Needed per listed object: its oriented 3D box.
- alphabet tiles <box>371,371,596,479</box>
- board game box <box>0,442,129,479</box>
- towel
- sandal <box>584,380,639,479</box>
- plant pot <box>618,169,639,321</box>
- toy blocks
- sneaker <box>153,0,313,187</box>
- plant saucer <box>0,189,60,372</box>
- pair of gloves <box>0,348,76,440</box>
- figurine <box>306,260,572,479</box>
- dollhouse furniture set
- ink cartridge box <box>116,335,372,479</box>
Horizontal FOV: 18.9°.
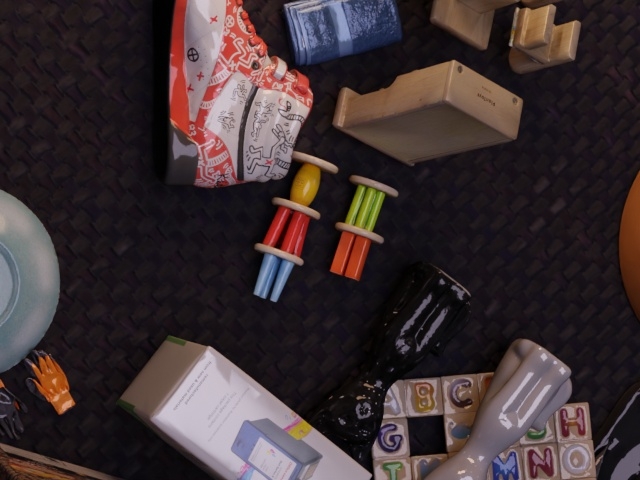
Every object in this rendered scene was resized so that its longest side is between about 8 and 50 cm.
[{"bbox_3d":[0.170,0.235,1.984,0.237,0.009,0.198,-4,83,-12],"label":"alphabet tiles"},{"bbox_3d":[-0.204,0.295,1.747,0.232,0.291,0.141,19,87,-18],"label":"board game box"},{"bbox_3d":[0.023,-0.218,1.934,0.119,0.029,0.067,-16,98,-17],"label":"towel"},{"bbox_3d":[0.305,0.261,2.036,0.097,0.054,0.254,31,83,-17],"label":"sandal"},{"bbox_3d":[0.485,0.009,2.006,0.291,0.203,0.291,-1,94,-18],"label":"plant pot"},{"bbox_3d":[0.000,0.000,1.923,0.123,0.054,0.148,21,86,-17],"label":"toy blocks"},{"bbox_3d":[-0.084,-0.186,1.871,0.145,0.090,0.270,0,96,-19],"label":"sneaker"},{"bbox_3d":[-0.340,0.040,1.824,0.195,0.037,0.195,-1,93,-19],"label":"plant saucer"},{"bbox_3d":[-0.283,0.149,1.855,0.083,0.010,0.074,-29,111,-13],"label":"pair of gloves"},{"bbox_3d":[0.122,0.166,1.943,0.215,0.092,0.209,37,85,-6],"label":"figurine"},{"bbox_3d":[0.125,-0.215,1.913,0.212,0.161,0.242,26,67,-34],"label":"dollhouse furniture set"},{"bbox_3d":[-0.075,0.192,1.855,0.212,0.154,0.093,41,79,-15],"label":"ink cartridge box"}]
